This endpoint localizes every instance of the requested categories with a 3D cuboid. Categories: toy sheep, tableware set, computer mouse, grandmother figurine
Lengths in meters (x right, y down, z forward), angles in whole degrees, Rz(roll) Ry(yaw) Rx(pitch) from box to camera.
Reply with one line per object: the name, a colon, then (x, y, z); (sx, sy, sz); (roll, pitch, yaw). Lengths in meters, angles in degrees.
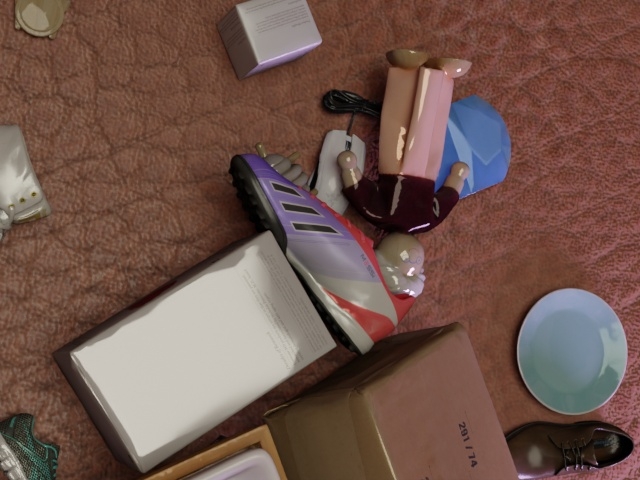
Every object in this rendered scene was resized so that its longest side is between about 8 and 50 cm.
toy sheep: (-0.056, -0.074, 1.691); (0.091, 0.091, 0.132); (-33, 102, -19)
tableware set: (-0.409, -0.341, 1.623); (0.168, 0.020, 0.141); (5, 85, -20)
computer mouse: (0.035, -0.118, 1.748); (0.106, 0.042, 0.193); (19, 79, -18)
grandmother figurine: (0.118, -0.087, 1.724); (0.207, 0.104, 0.343); (6, 91, -15)

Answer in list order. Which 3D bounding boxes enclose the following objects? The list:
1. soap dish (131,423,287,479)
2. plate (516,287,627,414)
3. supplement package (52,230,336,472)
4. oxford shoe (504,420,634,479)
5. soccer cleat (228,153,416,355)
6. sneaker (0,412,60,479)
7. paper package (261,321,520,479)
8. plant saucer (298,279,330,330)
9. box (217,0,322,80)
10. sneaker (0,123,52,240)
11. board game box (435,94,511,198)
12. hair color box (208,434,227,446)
soap dish: (-0.127, 0.384, 1.473); (0.228, 0.118, 0.291); (-23, 105, -17)
plate: (0.372, 0.165, 1.853); (0.188, 0.024, 0.188); (2, 85, -19)
supplement package: (-0.164, 0.138, 1.583); (0.293, 0.177, 0.175); (-32, 96, -20)
oxford shoe: (0.350, 0.302, 1.796); (0.227, 0.096, 0.083); (-10, 90, -18)
soccer cleat: (0.000, 0.000, 1.633); (0.116, 0.108, 0.318); (-37, 105, -7)
sneaker: (-0.354, 0.290, 1.565); (0.076, 0.065, 0.167); (-33, 98, -23)
paper package: (0.110, 0.308, 1.604); (0.309, 0.168, 0.325); (-24, 95, -56)
plant saucer: (-0.005, 0.087, 1.731); (0.083, 0.013, 0.084); (1, 85, -19)
box: (-0.070, -0.282, 1.694); (0.101, 0.102, 0.087); (-23, 91, -21)
sneaker: (-0.416, -0.007, 1.544); (0.169, 0.108, 0.293); (-5, 86, -17)
board game box: (0.194, -0.130, 1.813); (0.168, 0.033, 0.133); (-23, 95, -13)
hair color box: (-0.078, 0.443, 1.626); (0.185, 0.110, 0.339); (-42, 98, -17)
